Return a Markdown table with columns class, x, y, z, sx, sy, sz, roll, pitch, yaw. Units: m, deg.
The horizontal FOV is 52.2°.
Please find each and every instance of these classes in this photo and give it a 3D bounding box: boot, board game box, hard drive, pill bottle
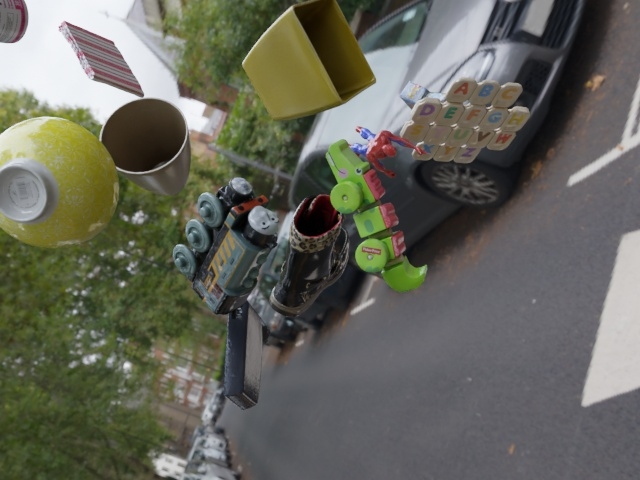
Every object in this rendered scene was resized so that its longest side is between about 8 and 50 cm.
| class | x | y | z | sx | sy | sz | roll | pitch | yaw |
| --- | --- | --- | --- | --- | --- | --- | --- | --- | --- |
| boot | 0.000 | 0.000 | 1.760 | 0.377 | 0.138 | 0.284 | -46 | -21 | -45 |
| board game box | 0.342 | -0.396 | 1.963 | 0.060 | 0.194 | 0.194 | -58 | 29 | -1 |
| hard drive | -0.192 | 0.284 | 1.648 | 0.172 | 0.054 | 0.254 | 68 | -161 | -61 |
| pill bottle | -0.975 | -0.635 | 1.803 | 0.283 | 0.160 | 0.160 | -22 | -41 | -60 |

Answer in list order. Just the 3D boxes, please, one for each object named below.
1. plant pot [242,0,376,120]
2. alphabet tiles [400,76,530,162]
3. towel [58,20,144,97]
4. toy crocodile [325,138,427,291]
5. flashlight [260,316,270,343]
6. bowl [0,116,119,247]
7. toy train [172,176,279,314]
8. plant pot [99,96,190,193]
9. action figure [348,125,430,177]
| class | x | y | z | sx | sy | sz | roll | pitch | yaw |
| --- | --- | --- | --- | --- | --- | --- | --- | --- | --- |
| plant pot | -0.036 | -0.373 | 1.403 | 0.187 | 0.212 | 0.212 | -22 | 14 | 33 |
| alphabet tiles | 0.337 | -0.269 | 1.526 | 0.278 | 0.284 | 0.021 | 116 | 152 | -54 |
| towel | -0.481 | -0.394 | 1.436 | 0.029 | 0.197 | 0.144 | -44 | -26 | 22 |
| toy crocodile | 0.108 | -0.050 | 1.331 | 0.105 | 0.340 | 0.115 | -22 | 4 | 25 |
| flashlight | -0.269 | 0.249 | 2.229 | 0.304 | 0.103 | 0.103 | 40 | 124 | 46 |
| bowl | -0.584 | -0.109 | 1.351 | 0.156 | 0.289 | 0.289 | -75 | 7 | -77 |
| toy train | -0.200 | 0.015 | 1.436 | 0.142 | 0.190 | 0.334 | -29 | -19 | -46 |
| plant pot | -0.498 | -0.252 | 1.993 | 0.274 | 0.256 | 0.256 | 81 | -153 | -67 |
| action figure | 0.156 | -0.209 | 1.559 | 0.091 | 0.139 | 0.280 | -59 | 13 | 6 |
